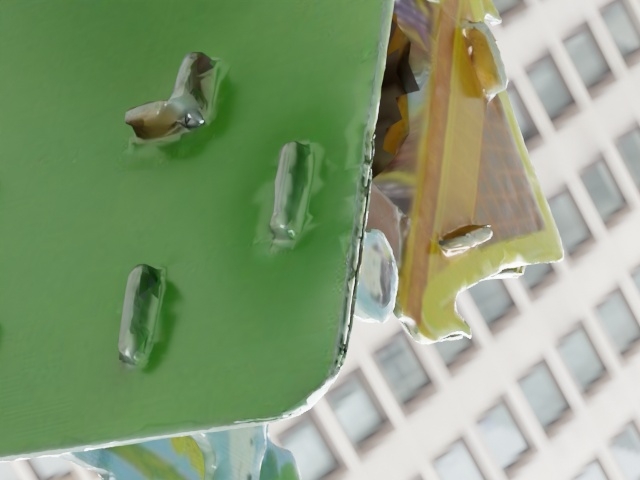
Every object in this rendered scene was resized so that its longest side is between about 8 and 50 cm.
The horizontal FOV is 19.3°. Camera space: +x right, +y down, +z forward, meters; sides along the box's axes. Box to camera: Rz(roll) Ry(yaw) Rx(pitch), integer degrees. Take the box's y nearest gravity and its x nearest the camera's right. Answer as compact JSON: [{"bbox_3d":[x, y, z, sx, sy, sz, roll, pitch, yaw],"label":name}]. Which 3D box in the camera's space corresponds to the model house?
[{"bbox_3d":[0.000,0.000,0.801,0.242,0.313,0.358,-14,-126,32],"label":"model house"}]
